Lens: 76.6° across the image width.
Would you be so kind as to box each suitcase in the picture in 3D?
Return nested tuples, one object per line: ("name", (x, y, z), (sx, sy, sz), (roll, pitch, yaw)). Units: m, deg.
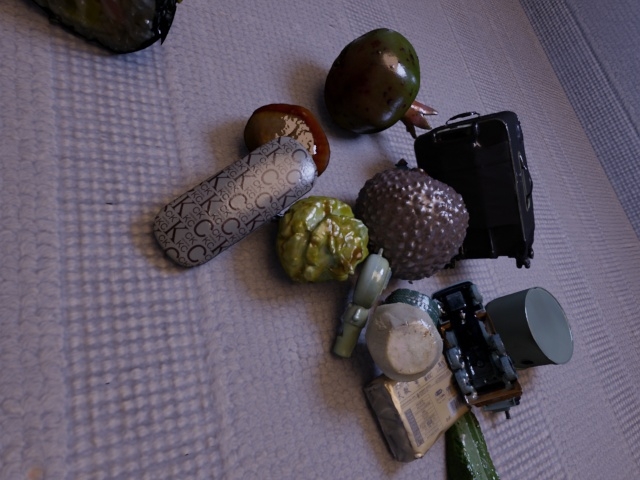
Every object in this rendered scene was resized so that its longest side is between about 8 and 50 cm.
("suitcase", (0.439, -0.139, 1.132), (0.194, 0.284, 0.432), (-35, 113, -46))

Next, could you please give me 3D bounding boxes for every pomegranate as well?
("pomegranate", (0.181, -0.445, 1.167), (0.324, 0.291, 0.290), (2, 66, -21))

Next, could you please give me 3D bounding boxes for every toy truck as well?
("toy truck", (0.395, 0.255, 1.048), (0.184, 0.133, 0.337), (47, 25, -45))

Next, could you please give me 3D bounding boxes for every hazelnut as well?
("hazelnut", (-0.074, -0.234, 0.983), (0.181, 0.181, 0.212), (-39, 92, -11))

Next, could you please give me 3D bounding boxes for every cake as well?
("cake", (0.346, 0.524, 0.980), (0.100, 0.099, 0.235), (24, 35, -23))

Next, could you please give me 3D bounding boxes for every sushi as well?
("sushi", (-0.424, -0.594, 0.810), (0.328, 0.329, 0.285), (28, 60, -15))

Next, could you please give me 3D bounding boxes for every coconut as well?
("coconut", (0.174, 0.211, 0.871), (0.161, 0.162, 0.160), (0, 89, -5))

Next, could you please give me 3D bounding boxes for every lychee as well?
("lychee", (0.215, -0.045, 1.021), (0.301, 0.300, 0.299), (15, 60, -28))

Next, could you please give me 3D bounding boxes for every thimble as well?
("thimble", (0.222, 0.188, 0.999), (0.135, 0.118, 0.090), (36, 51, -10))

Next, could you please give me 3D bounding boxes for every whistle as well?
("whistle", (0.096, 0.138, 0.907), (0.067, 0.126, 0.257), (23, 85, 9))

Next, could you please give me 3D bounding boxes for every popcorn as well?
("popcorn", (0.000, 0.000, 0.898), (0.221, 0.184, 0.203), (-19, 98, -54))

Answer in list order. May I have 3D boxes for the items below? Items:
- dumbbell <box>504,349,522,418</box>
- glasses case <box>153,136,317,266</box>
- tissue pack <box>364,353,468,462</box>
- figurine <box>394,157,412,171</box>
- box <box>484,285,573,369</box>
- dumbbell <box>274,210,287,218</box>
("dumbbell", (0.487, 0.375, 1.106), (0.099, 0.099, 0.208), (9, 65, -32))
("glasses case", (-0.163, -0.083, 0.823), (0.355, 0.085, 0.137), (-36, 97, -16))
("tissue pack", (0.224, 0.367, 0.933), (0.223, 0.090, 0.186), (-19, 78, -38))
("figurine", (0.256, -0.169, 1.223), (0.178, 0.114, 0.144), (20, 34, -40))
("box", (0.621, 0.267, 1.218), (0.226, 0.149, 0.225), (15, 60, -28))
("dumbbell", (-0.102, -0.058, 0.951), (0.084, 0.040, 0.035), (13, 92, -29))
